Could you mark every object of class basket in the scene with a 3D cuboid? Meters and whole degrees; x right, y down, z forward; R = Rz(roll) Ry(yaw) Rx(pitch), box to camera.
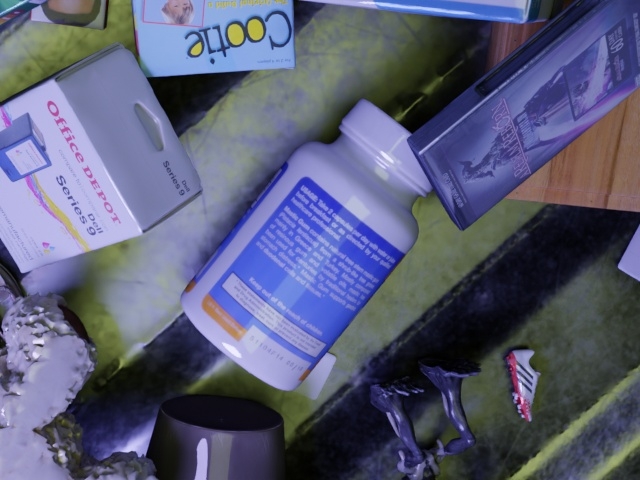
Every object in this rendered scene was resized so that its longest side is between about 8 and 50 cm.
[{"bbox_3d":[-0.116,0.285,1.186,0.204,0.154,0.226,6,97,-2],"label":"basket"}]

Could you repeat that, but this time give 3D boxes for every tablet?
[{"bbox_3d":[-0.030,0.132,1.236,0.083,0.006,0.054,24,97,-13],"label":"tablet"}]

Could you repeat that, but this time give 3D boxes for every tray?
[{"bbox_3d":[0.285,-0.241,1.171,0.203,0.076,0.410,5,100,-10],"label":"tray"}]

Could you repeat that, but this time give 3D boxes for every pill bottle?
[{"bbox_3d":[0.000,0.000,1.138,0.152,0.152,0.272,38,94,-14],"label":"pill bottle"}]

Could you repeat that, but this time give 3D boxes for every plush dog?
[{"bbox_3d":[-0.299,0.195,1.101,0.211,0.225,0.262,-30,104,-24],"label":"plush dog"}]

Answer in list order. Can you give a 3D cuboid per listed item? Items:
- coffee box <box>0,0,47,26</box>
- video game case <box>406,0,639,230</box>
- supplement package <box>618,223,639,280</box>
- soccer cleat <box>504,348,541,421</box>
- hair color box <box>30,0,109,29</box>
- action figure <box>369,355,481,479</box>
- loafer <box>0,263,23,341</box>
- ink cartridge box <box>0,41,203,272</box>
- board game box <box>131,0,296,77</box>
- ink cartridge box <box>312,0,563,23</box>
[{"bbox_3d":[-0.316,-0.253,1.065,0.184,0.040,0.113,-23,96,12],"label":"coffee box"},{"bbox_3d":[0.212,-0.134,1.063,0.274,0.196,0.026,-40,63,1],"label":"video game case"},{"bbox_3d":[0.445,-0.037,1.202,0.134,0.139,0.244,24,97,-14],"label":"supplement package"},{"bbox_3d":[0.227,0.159,1.269,0.036,0.029,0.083,-15,99,-1],"label":"soccer cleat"},{"bbox_3d":[-0.233,-0.276,1.101,0.072,0.043,0.141,5,102,-9],"label":"hair color box"},{"bbox_3d":[0.126,0.272,1.222,0.164,0.141,0.275,-14,102,-17],"label":"action figure"},{"bbox_3d":[-0.320,0.066,1.162,0.045,0.039,0.125,-32,105,0],"label":"loafer"},{"bbox_3d":[-0.230,-0.071,1.057,0.093,0.212,0.154,-42,110,-43],"label":"ink cartridge box"},{"bbox_3d":[-0.106,-0.299,1.037,0.144,0.142,0.275,-5,110,-9],"label":"board game box"},{"bbox_3d":[0.093,-0.259,0.989,0.223,0.307,0.129,8,103,15],"label":"ink cartridge box"}]
